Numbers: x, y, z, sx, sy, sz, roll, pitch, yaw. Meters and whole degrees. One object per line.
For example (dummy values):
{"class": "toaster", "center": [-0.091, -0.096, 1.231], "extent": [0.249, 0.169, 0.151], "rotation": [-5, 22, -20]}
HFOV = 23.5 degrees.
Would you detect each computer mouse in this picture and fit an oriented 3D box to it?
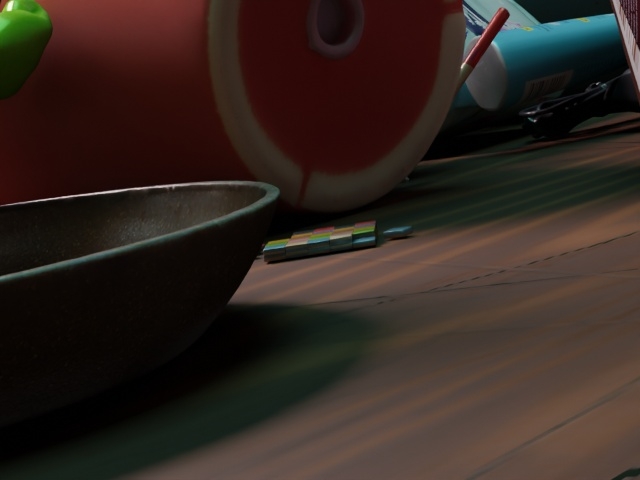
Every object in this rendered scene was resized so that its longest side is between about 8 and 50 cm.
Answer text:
{"class": "computer mouse", "center": [0.284, -0.115, 1.075], "extent": [0.184, 0.060, 0.262], "rotation": [-21, 1, -42]}

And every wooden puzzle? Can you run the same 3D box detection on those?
{"class": "wooden puzzle", "center": [0.000, 0.000, 0.694], "extent": [0.083, 0.006, 0.049], "rotation": [-9, 7, 4]}

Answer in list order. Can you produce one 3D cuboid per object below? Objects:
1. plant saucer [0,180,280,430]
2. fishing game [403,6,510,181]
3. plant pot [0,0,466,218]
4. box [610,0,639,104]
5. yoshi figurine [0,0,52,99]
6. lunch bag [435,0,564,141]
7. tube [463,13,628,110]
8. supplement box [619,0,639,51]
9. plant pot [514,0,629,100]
{"class": "plant saucer", "center": [-0.162, 0.030, 0.495], "extent": [0.310, 0.050, 0.310], "rotation": [-10, 7, 1]}
{"class": "fishing game", "center": [0.005, -0.107, 1.033], "extent": [0.264, 0.041, 0.189], "rotation": [19, 71, 49]}
{"class": "plant pot", "center": [-0.069, -0.128, 0.878], "extent": [0.275, 0.275, 0.243], "rotation": [-15, 19, -42]}
{"class": "box", "center": [0.357, -0.190, 0.877], "extent": [0.381, 0.191, 0.143], "rotation": [-9, -30, 0]}
{"class": "yoshi figurine", "center": [-0.227, -0.109, 0.714], "extent": [0.203, 0.203, 0.362], "rotation": [-33, -11, -36]}
{"class": "lunch bag", "center": [0.046, -0.144, 1.226], "extent": [0.262, 0.160, 0.223], "rotation": [8, 11, 31]}
{"class": "tube", "center": [0.199, -0.137, 1.086], "extent": [0.207, 0.052, 0.080], "rotation": [-16, 5, -27]}
{"class": "supplement box", "center": [0.206, -0.131, 0.706], "extent": [0.130, 0.073, 0.239], "rotation": [-10, 42, 1]}
{"class": "plant pot", "center": [0.174, -0.247, 1.428], "extent": [0.235, 0.293, 0.293], "rotation": [-26, 10, -12]}
